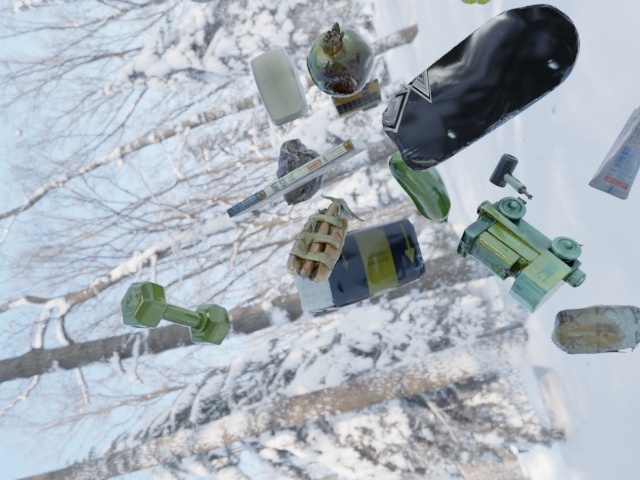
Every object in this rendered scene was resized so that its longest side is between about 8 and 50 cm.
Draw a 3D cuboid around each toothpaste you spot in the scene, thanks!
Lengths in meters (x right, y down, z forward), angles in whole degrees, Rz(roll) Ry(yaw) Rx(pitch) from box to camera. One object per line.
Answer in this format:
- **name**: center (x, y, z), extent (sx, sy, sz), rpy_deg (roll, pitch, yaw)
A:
- **toothpaste**: center (0.688, -0.212, 1.225), extent (0.057, 0.089, 0.234), rpy_deg (-30, -36, -81)

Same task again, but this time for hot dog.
- **hot dog**: center (0.000, 0.000, 1.282), extent (0.269, 0.110, 0.072), rpy_deg (-66, -12, -45)
- **hot dog**: center (0.845, 0.268, 1.693), extent (0.082, 0.271, 0.162), rpy_deg (-54, -46, -64)

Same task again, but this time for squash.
- **squash**: center (0.290, -0.144, 1.530), extent (0.395, 0.107, 0.107), rpy_deg (39, -147, -55)

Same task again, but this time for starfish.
- **starfish**: center (0.095, -0.133, 2.266), extent (0.217, 0.050, 0.223), rpy_deg (40, 180, 20)

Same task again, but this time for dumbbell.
- **dumbbell**: center (-0.362, 0.191, 1.414), extent (0.302, 0.122, 0.108), rpy_deg (30, -121, -50)

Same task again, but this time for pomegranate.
- **pomegranate**: center (0.062, -0.527, 1.581), extent (0.246, 0.199, 0.198), rpy_deg (107, 155, -58)

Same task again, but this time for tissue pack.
- **tissue pack**: center (0.134, 0.085, 2.001), extent (0.264, 0.417, 0.253), rpy_deg (-17, 90, 62)

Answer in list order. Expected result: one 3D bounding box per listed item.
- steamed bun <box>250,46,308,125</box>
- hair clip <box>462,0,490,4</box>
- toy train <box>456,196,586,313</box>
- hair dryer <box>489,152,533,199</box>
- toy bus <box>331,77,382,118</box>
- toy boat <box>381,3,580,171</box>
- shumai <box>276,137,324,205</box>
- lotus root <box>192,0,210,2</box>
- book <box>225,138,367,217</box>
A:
- **steamed bun**: center (-0.137, -0.517, 1.876), extent (0.164, 0.147, 0.241), rpy_deg (-70, -40, -81)
- **hair clip**: center (0.259, -0.472, 1.032), extent (0.072, 0.173, 0.046), rpy_deg (61, 141, 28)
- **toy train**: center (0.614, 0.031, 1.724), extent (0.397, 0.253, 0.160), rpy_deg (44, 151, 26)
- **hair dryer**: center (0.596, -0.182, 1.693), extent (0.197, 0.057, 0.100), rpy_deg (-115, 39, -51)
- **toy bus**: center (0.137, -0.517, 2.030), extent (0.091, 0.182, 0.103), rpy_deg (-76, -34, -84)
- **toy boat**: center (0.242, -0.227, 0.843), extent (0.134, 0.299, 0.092), rpy_deg (61, -155, 8)
- **shumai**: center (-0.070, -0.273, 2.090), extent (0.185, 0.184, 0.218), rpy_deg (-86, -9, -47)
- **lotus root**: center (-0.390, -0.877, 1.858), extent (0.260, 0.128, 0.145), rpy_deg (11, 147, 55)
- **book**: center (-0.064, -0.194, 1.719), extent (0.039, 0.428, 0.300), rpy_deg (62, -166, -3)
